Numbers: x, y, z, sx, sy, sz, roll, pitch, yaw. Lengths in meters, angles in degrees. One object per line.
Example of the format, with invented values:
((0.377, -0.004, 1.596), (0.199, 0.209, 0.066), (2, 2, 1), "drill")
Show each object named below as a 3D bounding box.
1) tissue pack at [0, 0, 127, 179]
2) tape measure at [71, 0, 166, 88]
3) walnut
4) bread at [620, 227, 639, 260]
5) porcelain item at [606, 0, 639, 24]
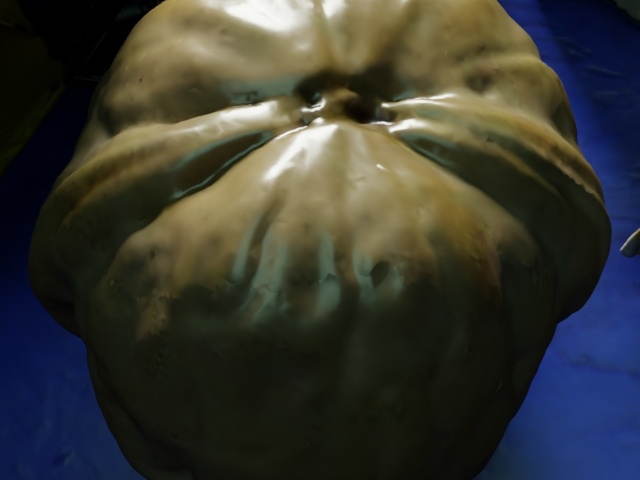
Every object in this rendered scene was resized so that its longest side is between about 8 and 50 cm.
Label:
((-0.292, -0.121, 0.564), (0.253, 0.264, 0.416), (47, 107, 23), "tissue pack")
((-0.134, -0.194, 0.733), (0.186, 0.112, 0.199), (7, 74, 5), "tape measure")
((0.000, 0.000, 0.572), (0.285, 0.285, 0.296), (-6, 64, 3), "walnut")
((0.289, -0.057, 0.650), (0.136, 0.107, 0.241), (36, 78, 12), "bread")
((0.236, -0.301, 0.711), (0.285, 0.157, 0.281), (-17, 70, -1), "porcelain item")
